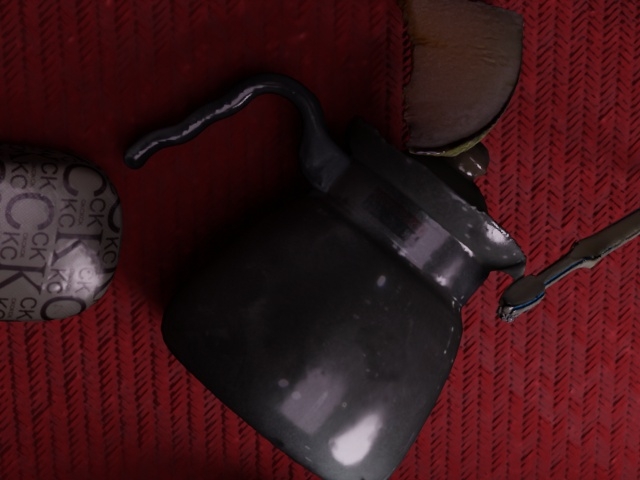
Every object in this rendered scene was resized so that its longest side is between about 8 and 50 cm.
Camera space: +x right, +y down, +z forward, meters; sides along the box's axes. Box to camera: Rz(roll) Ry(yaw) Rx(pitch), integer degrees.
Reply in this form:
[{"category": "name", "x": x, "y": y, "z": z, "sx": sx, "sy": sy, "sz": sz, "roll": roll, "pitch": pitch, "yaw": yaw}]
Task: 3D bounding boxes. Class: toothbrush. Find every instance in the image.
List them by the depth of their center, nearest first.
[{"category": "toothbrush", "x": 0.232, "y": 0.003, "z": 1.412, "sx": 0.294, "sy": 0.026, "sz": 0.028, "roll": -29, "pitch": 157, "yaw": -42}]

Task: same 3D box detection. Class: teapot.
[{"category": "teapot", "x": 0.010, "y": 0.009, "z": 1.376, "sx": 0.285, "sy": 0.305, "sz": 0.223, "roll": -50, "pitch": 156, "yaw": -1}]

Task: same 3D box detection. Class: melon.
[{"category": "melon", "x": 0.108, "y": -0.121, "z": 1.337, "sx": 0.098, "sy": 0.182, "sz": 0.054, "roll": 18, "pitch": 137, "yaw": -18}]

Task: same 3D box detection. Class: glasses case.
[{"category": "glasses case", "x": -0.328, "y": -0.012, "z": 1.303, "sx": 0.355, "sy": 0.085, "sz": 0.137, "roll": 5, "pitch": 109, "yaw": -17}]
